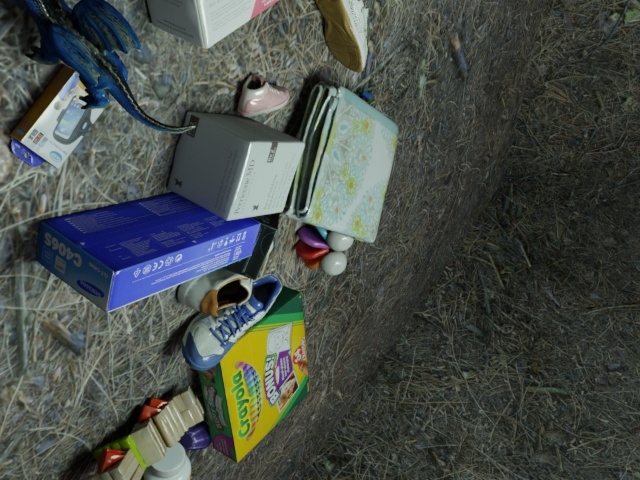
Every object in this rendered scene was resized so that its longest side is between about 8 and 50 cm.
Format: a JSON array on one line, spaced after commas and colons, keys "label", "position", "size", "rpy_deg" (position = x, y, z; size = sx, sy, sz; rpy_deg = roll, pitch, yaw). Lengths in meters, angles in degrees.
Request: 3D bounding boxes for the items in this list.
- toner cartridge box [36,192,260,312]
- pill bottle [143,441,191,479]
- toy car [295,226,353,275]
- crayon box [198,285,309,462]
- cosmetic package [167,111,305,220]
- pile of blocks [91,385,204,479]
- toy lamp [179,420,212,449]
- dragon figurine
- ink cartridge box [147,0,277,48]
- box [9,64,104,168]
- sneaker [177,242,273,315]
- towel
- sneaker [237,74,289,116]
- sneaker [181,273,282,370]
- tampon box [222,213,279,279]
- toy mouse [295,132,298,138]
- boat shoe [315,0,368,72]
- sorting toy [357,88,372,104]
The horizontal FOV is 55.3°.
[{"label": "toner cartridge box", "position": [-0.272, 0.000, 1.032], "size": [0.348, 0.165, 0.075], "rpy_deg": [-23, 136, -56]}, {"label": "pill bottle", "position": [-0.387, 0.601, 1.544], "size": [0.118, 0.118, 0.208], "rpy_deg": [-39, 149, -44]}, {"label": "toy car", "position": [0.000, 0.000, 1.676], "size": [0.136, 0.159, 0.181], "rpy_deg": [0, 123, -24]}, {"label": "crayon box", "position": [-0.168, 0.347, 1.625], "size": [0.313, 0.106, 0.362], "rpy_deg": [-37, 133, -44]}, {"label": "cosmetic package", "position": [-0.154, -0.140, 1.134], "size": [0.184, 0.152, 0.151], "rpy_deg": [-17, 130, -60]}, {"label": "pile of blocks", "position": [-0.403, 0.433, 1.369], "size": [0.112, 0.149, 0.362], "rpy_deg": [66, 28, -8]}, {"label": "toy lamp", "position": [-0.291, 0.521, 1.708], "size": [0.275, 0.080, 0.080], "rpy_deg": [-1, 117, -64]}, {"label": "dragon figurine", "position": [-0.272, -0.226, 0.724], "size": [0.085, 0.289, 0.144], "rpy_deg": [-50, -167, -21]}, {"label": "ink cartridge box", "position": [-0.148, -0.447, 0.837], "size": [0.207, 0.117, 0.283], "rpy_deg": [-46, 153, -32]}, {"label": "box", "position": [-0.360, -0.161, 0.837], "size": [0.136, 0.028, 0.081], "rpy_deg": [-59, 158, -10]}, {"label": "sneaker", "position": [-0.179, 0.082, 1.383], "size": [0.290, 0.123, 0.105], "rpy_deg": [-41, 148, -43]}, {"label": "towel", "position": [0.060, -0.176, 1.477], "size": [0.375, 0.090, 0.320], "rpy_deg": [15, 89, -56]}, {"label": "sneaker", "position": [-0.105, -0.292, 1.194], "size": [0.134, 0.051, 0.070], "rpy_deg": [-34, 150, -41]}, {"label": "sneaker", "position": [-0.200, 0.171, 1.403], "size": [0.131, 0.112, 0.296], "rpy_deg": [-36, -169, 45]}, {"label": "tampon box", "position": [-0.154, -0.008, 1.275], "size": [0.161, 0.102, 0.120], "rpy_deg": [-97, -151, -75]}, {"label": "toy mouse", "position": [-0.043, -0.192, 1.469], "size": [0.143, 0.031, 0.160], "rpy_deg": [-35, 146, -47]}, {"label": "boat shoe", "position": [0.063, -0.470, 1.286], "size": [0.096, 0.098, 0.277], "rpy_deg": [-55, 155, -14]}, {"label": "sorting toy", "position": [0.101, -0.361, 1.583], "size": [0.061, 0.042, 0.102], "rpy_deg": [-54, 174, 24]}]
